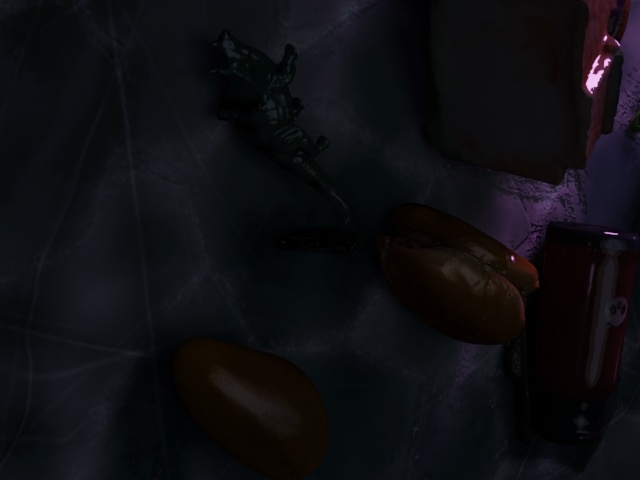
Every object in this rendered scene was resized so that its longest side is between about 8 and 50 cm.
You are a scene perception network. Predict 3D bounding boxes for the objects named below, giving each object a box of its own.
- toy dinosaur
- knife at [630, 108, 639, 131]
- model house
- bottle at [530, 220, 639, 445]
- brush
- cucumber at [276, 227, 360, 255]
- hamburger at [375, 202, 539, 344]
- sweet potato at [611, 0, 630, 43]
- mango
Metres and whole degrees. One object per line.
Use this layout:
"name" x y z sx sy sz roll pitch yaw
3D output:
"toy dinosaur" -0.039 -0.151 1.574 0.292 0.079 0.120 42 77 -33
"knife" 0.545 -0.253 2.065 0.078 0.022 0.166 35 74 -32
"model house" 0.300 -0.280 1.746 0.280 0.245 0.312 -57 152 -45
"bottle" 0.393 0.145 1.932 0.144 0.144 0.336 4 96 -39
"brush" 0.303 0.225 1.942 0.027 0.034 0.190 -14 106 -27
"cucumber" -0.001 -0.002 1.657 0.134 0.033 0.034 8 54 -40
"hamburger" 0.200 0.056 1.751 0.283 0.156 0.144 33 77 -40
"sweet potato" 0.475 -0.459 1.924 0.109 0.109 0.385 26 87 -39
"mango" -0.084 0.200 1.575 0.253 0.113 0.138 43 75 -28
